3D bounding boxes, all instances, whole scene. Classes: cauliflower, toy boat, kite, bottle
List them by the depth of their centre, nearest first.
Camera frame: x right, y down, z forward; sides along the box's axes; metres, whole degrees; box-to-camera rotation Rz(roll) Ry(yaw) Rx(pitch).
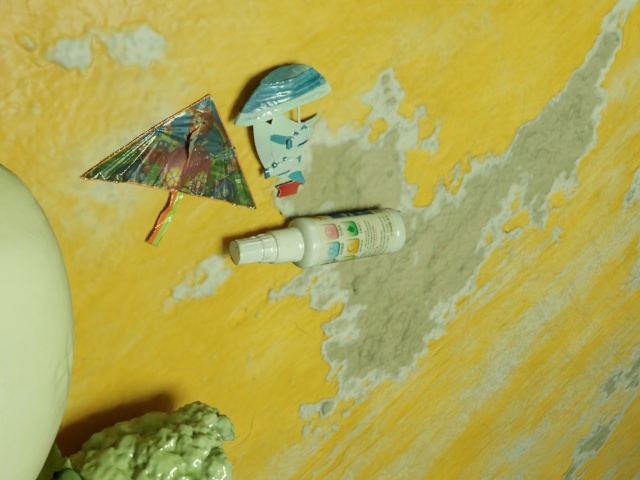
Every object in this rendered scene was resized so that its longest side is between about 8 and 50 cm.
[{"bbox_3d":[-0.132,-0.065,0.626,0.190,0.010,0.159,8,111,-40],"label":"kite"},{"bbox_3d":[-0.169,0.311,0.646,0.256,0.315,0.239,-31,171,-31],"label":"cauliflower"},{"bbox_3d":[-0.045,-0.110,0.660,0.105,0.034,0.149,-7,132,-38],"label":"toy boat"},{"bbox_3d":[0.000,0.000,0.732,0.217,0.060,0.060,-9,121,-36],"label":"bottle"}]

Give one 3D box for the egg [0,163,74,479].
[{"bbox_3d":[-0.299,0.079,0.397,0.283,0.283,0.345,-12,128,-32],"label":"egg"}]
